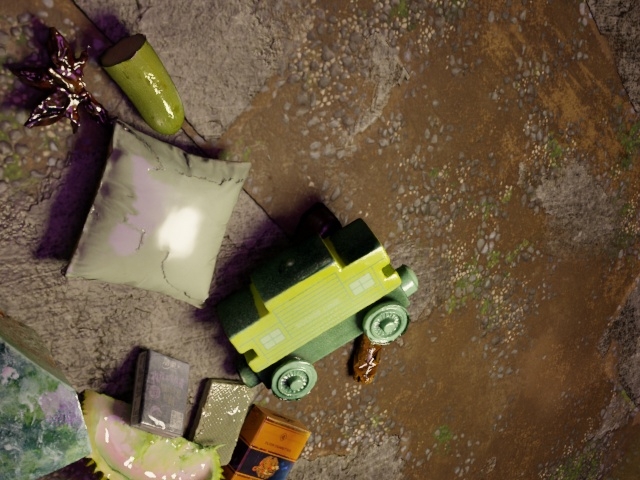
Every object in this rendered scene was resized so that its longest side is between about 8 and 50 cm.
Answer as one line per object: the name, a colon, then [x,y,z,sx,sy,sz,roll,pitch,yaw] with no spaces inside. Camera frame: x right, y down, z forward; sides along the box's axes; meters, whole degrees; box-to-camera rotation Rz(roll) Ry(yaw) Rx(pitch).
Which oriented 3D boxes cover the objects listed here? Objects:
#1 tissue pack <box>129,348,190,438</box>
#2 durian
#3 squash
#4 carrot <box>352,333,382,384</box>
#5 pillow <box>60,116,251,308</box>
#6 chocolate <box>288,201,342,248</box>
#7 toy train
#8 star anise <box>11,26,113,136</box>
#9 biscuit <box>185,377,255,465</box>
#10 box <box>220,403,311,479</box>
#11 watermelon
tissue pack: [-0.319,0.308,1.579,0.112,0.051,0.156,31,49,-40]
durian: [-0.344,0.439,1.580,0.351,0.158,0.169,33,85,-27]
squash: [-0.303,-0.271,1.417,0.095,0.095,0.188,-45,130,-15]
carrot: [0.124,0.237,1.921,0.068,0.069,0.229,4,103,-37]
pillow: [-0.298,-0.040,1.477,0.312,0.119,0.310,16,94,-38]
chocolate: [0.000,0.000,1.736,0.125,0.080,0.149,-17,117,-32]
toy train: [-0.011,0.142,1.672,0.442,0.179,0.272,-32,123,0]
star anise: [-0.444,-0.252,1.337,0.157,0.053,0.213,-26,122,-28]
biscuit: [-0.226,0.404,1.738,0.121,0.040,0.200,14,98,-40]
box: [-0.141,0.514,1.822,0.152,0.070,0.237,30,86,-39]
watermelon: [-0.544,0.252,1.368,0.387,0.258,0.228,43,95,5]
